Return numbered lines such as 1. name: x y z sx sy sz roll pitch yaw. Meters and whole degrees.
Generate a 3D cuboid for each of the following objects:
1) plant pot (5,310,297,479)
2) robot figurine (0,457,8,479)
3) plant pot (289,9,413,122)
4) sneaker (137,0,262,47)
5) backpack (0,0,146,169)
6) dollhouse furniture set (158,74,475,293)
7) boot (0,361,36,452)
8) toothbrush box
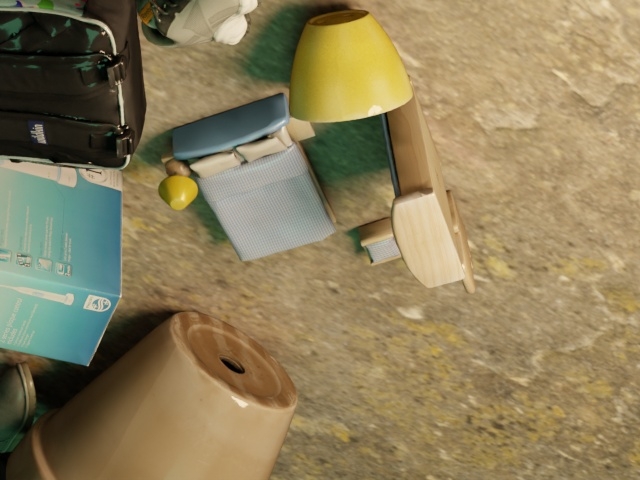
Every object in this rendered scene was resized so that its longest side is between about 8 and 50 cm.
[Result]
1. plant pot: -0.182 0.252 2.102 0.323 0.323 0.280 26 110 -28
2. robot figurine: -0.392 0.393 2.283 0.278 0.173 0.209 25 144 -27
3. plant pot: 0.025 -0.191 1.804 0.134 0.134 0.095 -9 109 3
4. sneaker: -0.123 -0.246 1.654 0.108 0.100 0.271 -18 169 -11
5. backpack: -0.307 -0.190 1.703 0.254 0.191 0.225 1 136 3
6. dollhouse furniture set: 0.000 0.000 1.924 0.303 0.198 0.286 -16 134 9
7. boot: -0.472 0.230 2.136 0.208 0.076 0.189 -2 139 -27
8. toothbrush box: -0.374 -0.006 1.861 0.296 0.216 0.126 14 131 -20
